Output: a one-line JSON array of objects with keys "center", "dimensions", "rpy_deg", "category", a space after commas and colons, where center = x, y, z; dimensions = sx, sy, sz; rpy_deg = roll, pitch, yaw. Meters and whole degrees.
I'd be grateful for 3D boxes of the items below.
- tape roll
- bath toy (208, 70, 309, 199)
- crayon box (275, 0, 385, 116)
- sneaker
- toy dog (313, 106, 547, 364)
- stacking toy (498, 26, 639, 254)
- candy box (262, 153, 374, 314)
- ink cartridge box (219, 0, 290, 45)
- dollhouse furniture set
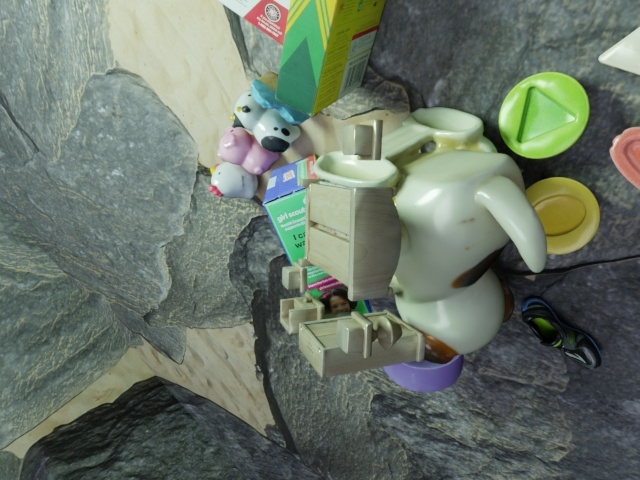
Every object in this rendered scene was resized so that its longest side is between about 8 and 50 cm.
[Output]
[{"center": [0.235, 0.250, 1.030], "dimensions": [0.188, 0.189, 0.080], "rpy_deg": [12, 127, 27], "category": "tape roll"}, {"center": [-0.167, -0.213, 1.010], "dimensions": [0.151, 0.129, 0.348], "rpy_deg": [52, 136, 7], "category": "bath toy"}, {"center": [0.036, -0.382, 0.700], "dimensions": [0.081, 0.202, 0.319], "rpy_deg": [30, 132, 13], "category": "crayon box"}, {"center": [0.481, 0.199, 0.902], "dimensions": [0.188, 0.078, 0.067], "rpy_deg": [40, 135, 2], "category": "sneaker"}, {"center": [0.227, 0.017, 0.786], "dimensions": [0.395, 0.284, 0.408], "rpy_deg": [26, 143, 45], "category": "toy dog"}, {"center": [0.448, -0.148, 0.690], "dimensions": [0.308, 0.130, 0.280], "rpy_deg": [-24, 80, 40], "category": "stacking toy"}, {"center": [0.000, 0.000, 0.951], "dimensions": [0.122, 0.268, 0.317], "rpy_deg": [-22, 111, 7], "category": "candy box"}, {"center": [-0.062, -0.506, 0.735], "dimensions": [0.197, 0.114, 0.273], "rpy_deg": [37, 136, 7], "category": "ink cartridge box"}, {"center": [0.060, 0.006, 0.692], "dimensions": [0.303, 0.173, 0.356], "rpy_deg": [-153, 62, -65], "category": "dollhouse furniture set"}]
